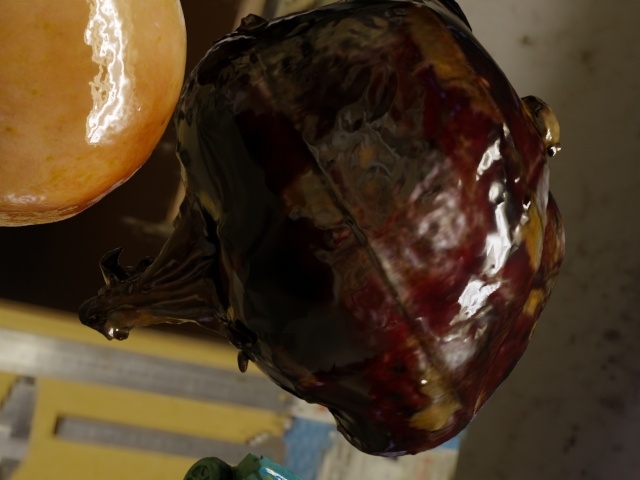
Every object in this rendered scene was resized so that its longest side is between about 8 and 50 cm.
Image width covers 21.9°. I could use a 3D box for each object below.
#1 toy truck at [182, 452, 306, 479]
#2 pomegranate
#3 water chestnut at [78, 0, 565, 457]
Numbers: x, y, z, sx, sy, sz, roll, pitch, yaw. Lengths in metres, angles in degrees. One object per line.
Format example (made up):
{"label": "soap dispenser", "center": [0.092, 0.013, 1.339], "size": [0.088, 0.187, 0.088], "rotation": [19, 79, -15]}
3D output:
{"label": "toy truck", "center": [-0.117, 0.367, 1.835], "size": [0.279, 0.155, 0.156], "rotation": [-47, -144, 8]}
{"label": "pomegranate", "center": [-0.176, -0.103, 0.911], "size": [0.209, 0.209, 0.209], "rotation": [-36, -133, 51]}
{"label": "water chestnut", "center": [0.000, 0.000, 1.167], "size": [0.335, 0.347, 0.335], "rotation": [58, -9, 15]}
